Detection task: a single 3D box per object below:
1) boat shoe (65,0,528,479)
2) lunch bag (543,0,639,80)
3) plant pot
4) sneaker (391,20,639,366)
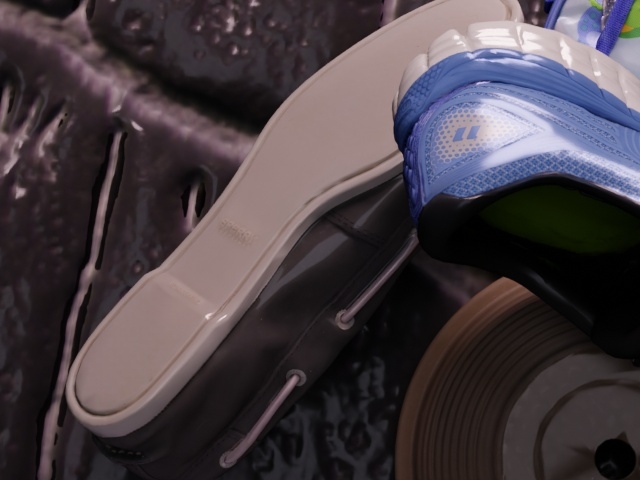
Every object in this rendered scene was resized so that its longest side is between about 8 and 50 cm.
[{"bbox_3d":[0.000,0.000,0.953,0.335,0.095,0.112,-46,42,-5],"label":"boat shoe"},{"bbox_3d":[0.225,-0.146,0.936,0.176,0.090,0.219,25,84,14],"label":"lunch bag"},{"bbox_3d":[0.152,0.116,0.893,0.237,0.110,0.237,-2,80,9],"label":"plant pot"},{"bbox_3d":[0.190,0.009,0.832,0.330,0.130,0.147,13,46,-5],"label":"sneaker"}]
